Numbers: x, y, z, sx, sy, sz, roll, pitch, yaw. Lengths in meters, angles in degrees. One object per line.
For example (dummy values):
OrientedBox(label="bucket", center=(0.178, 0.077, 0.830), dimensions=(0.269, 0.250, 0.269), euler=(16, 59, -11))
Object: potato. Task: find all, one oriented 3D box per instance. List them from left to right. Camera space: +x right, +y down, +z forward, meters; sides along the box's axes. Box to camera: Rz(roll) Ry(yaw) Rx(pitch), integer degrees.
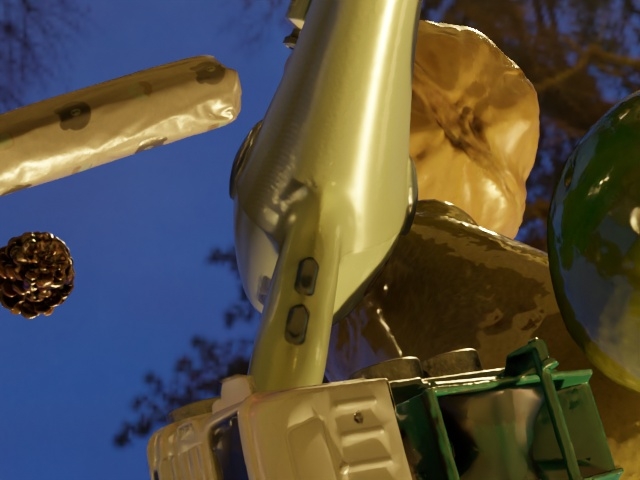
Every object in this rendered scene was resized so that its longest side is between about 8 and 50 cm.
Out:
OrientedBox(label="potato", center=(0.119, 0.104, 0.949), dimensions=(0.203, 0.218, 0.351), euler=(-17, -128, -27))

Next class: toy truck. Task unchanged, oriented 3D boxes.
OrientedBox(label="toy truck", center=(0.043, 0.096, 0.587), dimensions=(0.216, 0.116, 0.110), euler=(-2, -111, -38))

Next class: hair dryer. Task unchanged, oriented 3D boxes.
OrientedBox(label="hair dryer", center=(0.008, -0.041, 0.759), dimensions=(0.119, 0.295, 0.298), euler=(11, -159, -2))

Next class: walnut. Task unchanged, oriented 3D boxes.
OrientedBox(label="walnut", center=(0.090, -0.105, 1.716), dimensions=(0.384, 0.383, 0.383), euler=(5, -141, -4))

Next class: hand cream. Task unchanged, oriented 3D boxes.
OrientedBox(label="hand cream", center=(0.013, -0.340, 1.556), dimensions=(0.055, 0.256, 0.088), euler=(17, 179, 6))

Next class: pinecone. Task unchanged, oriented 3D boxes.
OrientedBox(label="pinecone", center=(-0.255, 0.026, 1.202), dimensions=(0.077, 0.083, 0.077), euler=(5, -120, -8))

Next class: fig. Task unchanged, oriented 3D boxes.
OrientedBox(label="fig", center=(0.215, -0.006, 0.756), dimensions=(0.181, 0.191, 0.181), euler=(-10, -123, 15))

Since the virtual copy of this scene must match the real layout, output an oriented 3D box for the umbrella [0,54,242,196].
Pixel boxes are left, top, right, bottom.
OrientedBox(label="umbrella", center=(-0.226, -0.089, 1.173), dimensions=(0.337, 0.067, 0.073), euler=(-21, -159, -24))
